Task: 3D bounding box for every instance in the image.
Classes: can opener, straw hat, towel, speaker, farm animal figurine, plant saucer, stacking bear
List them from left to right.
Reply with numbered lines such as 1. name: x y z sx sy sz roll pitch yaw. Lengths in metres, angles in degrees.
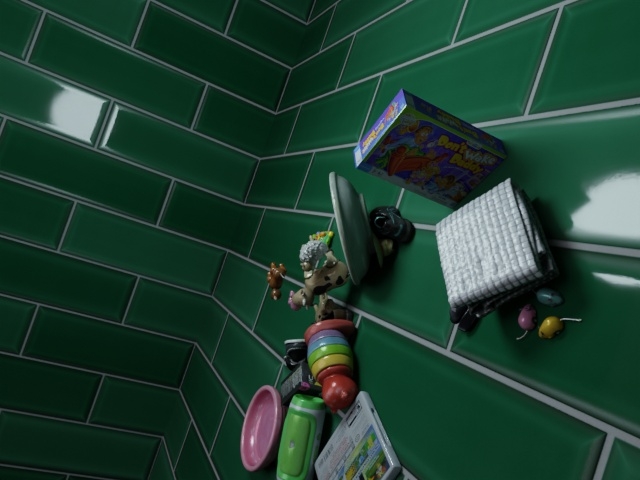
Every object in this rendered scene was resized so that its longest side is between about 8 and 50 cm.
1. plant saucer: -0.218 0.755 2.195 0.332 0.084 0.332 -48 31 42
2. speaker: -0.065 0.679 1.840 0.131 0.131 0.296 -2 77 65
3. farm animal figurine: -0.016 0.177 1.979 0.327 0.330 0.172 -41 38 20
4. stacking bear: 0.045 0.421 1.807 0.175 0.164 0.289 -55 32 32
5. plant saucer: 0.122 -0.050 1.899 0.400 0.101 0.400 -12 -90 -84
6. straw hat: 0.217 0.023 1.840 0.144 0.061 0.144 -13 -90 -83
7. can opener: 0.391 0.141 1.405 0.186 0.073 0.059 -63 -15 8
8. towel: 0.414 0.024 1.301 0.235 0.121 0.283 -32 41 31

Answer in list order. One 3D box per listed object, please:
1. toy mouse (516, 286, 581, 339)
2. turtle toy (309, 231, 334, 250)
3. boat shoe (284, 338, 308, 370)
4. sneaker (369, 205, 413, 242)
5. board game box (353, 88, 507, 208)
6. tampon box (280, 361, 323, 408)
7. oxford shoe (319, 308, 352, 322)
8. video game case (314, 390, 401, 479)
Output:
1. toy mouse: 0.480 0.151 1.211 0.161 0.031 0.143 -49 31 40
2. turtle toy: 0.000 0.000 2.336 0.130 0.066 0.095 3 74 66
3. boat shoe: -0.080 0.433 2.054 0.302 0.115 0.091 88 -177 -69
4. sneaker: 0.219 -0.073 1.870 0.101 0.106 0.267 -68 22 8
5. board game box: 0.301 -0.242 1.517 0.233 0.347 0.078 -50 31 39
6. tampon box: -0.056 0.530 1.969 0.161 0.121 0.101 -51 29 37
7. oxford shoe: 0.022 0.330 1.993 0.227 0.096 0.082 -62 29 25
8. video game case: 0.099 0.672 1.630 0.329 0.036 0.300 -61 25 18
